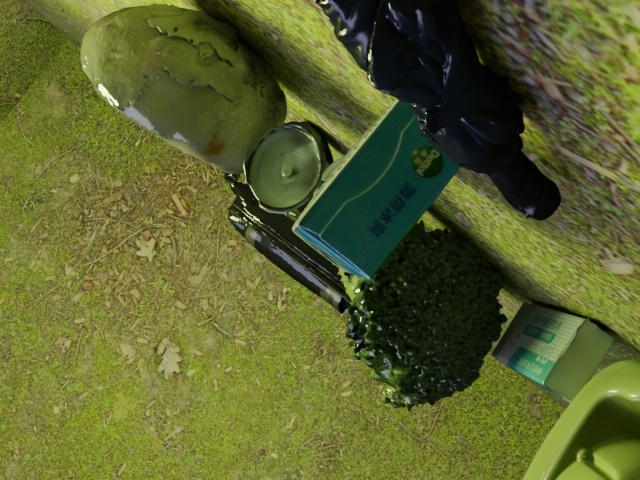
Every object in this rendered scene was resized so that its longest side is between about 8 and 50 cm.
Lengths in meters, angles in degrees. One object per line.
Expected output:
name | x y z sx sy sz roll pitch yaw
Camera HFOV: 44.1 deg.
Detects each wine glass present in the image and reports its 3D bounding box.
wine glass | 0.001 -0.062 0.863 0.122 0.122 0.183 36 -172 29

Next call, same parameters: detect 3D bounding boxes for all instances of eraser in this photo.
eraser | 0.293 0.138 1.020 0.052 0.095 0.225 32 179 -4

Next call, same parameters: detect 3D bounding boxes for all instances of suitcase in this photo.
suitcase | 0.000 0.000 1.635 0.434 0.194 0.283 36 178 12

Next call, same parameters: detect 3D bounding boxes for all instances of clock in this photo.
clock | 0.355 0.336 0.884 0.286 0.348 0.117 37 178 -14

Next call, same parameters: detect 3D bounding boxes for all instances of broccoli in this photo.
broccoli | 0.105 0.075 1.176 0.397 0.275 0.353 -169 70 -71

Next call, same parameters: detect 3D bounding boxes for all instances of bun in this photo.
bun | -0.141 -0.178 0.865 0.239 0.141 0.239 31 -173 -4

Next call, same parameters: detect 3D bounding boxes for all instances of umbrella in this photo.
umbrella | 0.078 -0.076 0.463 0.071 0.071 0.248 36 176 43

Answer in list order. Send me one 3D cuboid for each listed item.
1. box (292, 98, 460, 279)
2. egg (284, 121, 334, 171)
box | 0.045 -0.044 0.677 0.073 0.139 0.194 38 178 -3
egg | -0.027 -0.114 1.074 0.110 0.085 0.085 30 -178 -30
